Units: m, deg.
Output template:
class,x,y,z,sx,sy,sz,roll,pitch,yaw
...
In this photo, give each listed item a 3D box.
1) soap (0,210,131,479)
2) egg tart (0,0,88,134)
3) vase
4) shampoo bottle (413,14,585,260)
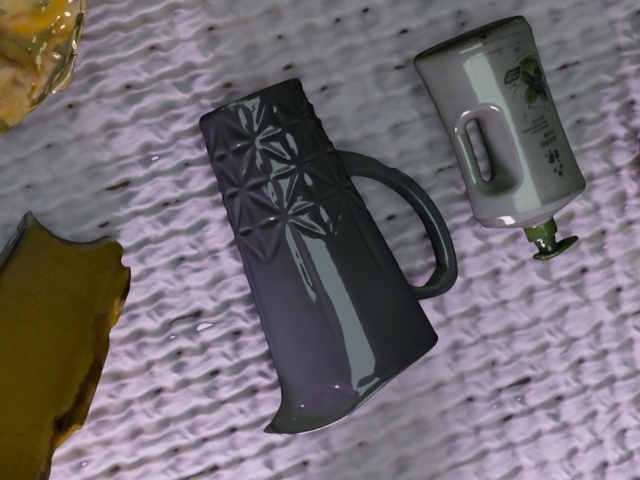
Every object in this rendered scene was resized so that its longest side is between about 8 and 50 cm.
class,x,y,z,sx,sy,sz,roll,pitch,yaw
soap,-0.277,0.134,1.151,0.169,0.338,0.304,29,93,-14
egg tart,-0.292,-0.190,1.140,0.120,0.315,0.315,29,92,28
vase,0.000,0.000,1.291,0.251,0.156,0.301,-25,95,-22
shampoo bottle,0.184,-0.089,1.332,0.118,0.087,0.234,-24,101,-10
